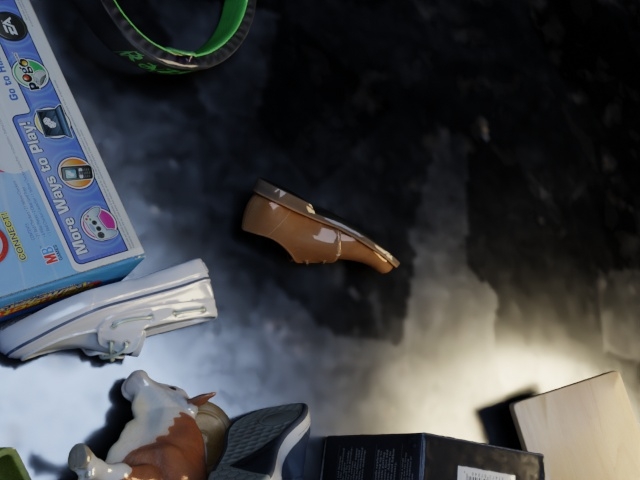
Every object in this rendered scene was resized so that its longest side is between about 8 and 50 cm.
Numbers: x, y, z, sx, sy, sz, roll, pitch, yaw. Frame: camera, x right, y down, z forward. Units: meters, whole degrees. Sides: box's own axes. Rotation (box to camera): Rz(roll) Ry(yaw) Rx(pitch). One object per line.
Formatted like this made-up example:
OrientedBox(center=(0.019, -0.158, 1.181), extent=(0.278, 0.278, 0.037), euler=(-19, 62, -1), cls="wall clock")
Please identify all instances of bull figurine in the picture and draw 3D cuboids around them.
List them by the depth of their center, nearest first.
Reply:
OrientedBox(center=(-0.163, 0.261, 0.662), extent=(0.188, 0.101, 0.310), euler=(22, 54, -55), cls="bull figurine")

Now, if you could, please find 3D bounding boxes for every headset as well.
OrientedBox(center=(-0.158, -0.390, 0.834), extent=(0.243, 0.185, 0.394), euler=(-4, 91, -48), cls="headset")

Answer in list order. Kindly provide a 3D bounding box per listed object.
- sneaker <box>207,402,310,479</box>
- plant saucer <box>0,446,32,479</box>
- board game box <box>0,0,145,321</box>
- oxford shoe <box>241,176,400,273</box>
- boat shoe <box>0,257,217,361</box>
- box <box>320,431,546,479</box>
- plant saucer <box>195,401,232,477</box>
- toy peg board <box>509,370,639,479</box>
OrientedBox(center=(-0.047, 0.269, 0.749), extent=(0.086, 0.226, 0.163), euler=(-11, 99, 13), cls="sneaker")
OrientedBox(center=(-0.320, 0.268, 0.614), extent=(0.188, 0.188, 0.045), euler=(-33, 47, -31), cls="plant saucer")
OrientedBox(center=(-0.364, -0.065, 0.675), extent=(0.302, 0.086, 0.308), euler=(-19, 79, -39), cls="board game box")
OrientedBox(center=(0.000, 0.000, 0.906), extent=(0.212, 0.076, 0.076), euler=(25, 95, -21), cls="oxford shoe")
OrientedBox(center=(-0.202, 0.084, 0.754), extent=(0.226, 0.083, 0.075), euler=(-21, 84, -31), cls="boat shoe")
OrientedBox(center=(0.109, 0.269, 0.789), extent=(0.153, 0.207, 0.108), euler=(15, 69, -22), cls="box")
OrientedBox(center=(-0.129, 0.211, 0.794), extent=(0.083, 0.015, 0.083), euler=(8, 72, -25), cls="plant saucer")
OrientedBox(center=(0.333, 0.273, 0.992), extent=(0.161, 0.079, 0.161), euler=(-14, 81, -14), cls="toy peg board")
